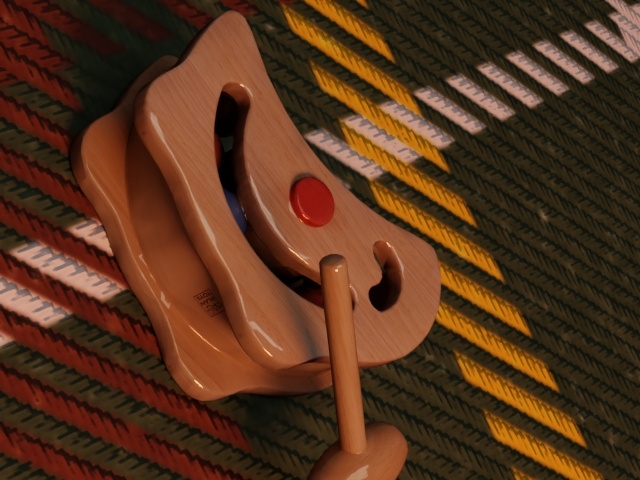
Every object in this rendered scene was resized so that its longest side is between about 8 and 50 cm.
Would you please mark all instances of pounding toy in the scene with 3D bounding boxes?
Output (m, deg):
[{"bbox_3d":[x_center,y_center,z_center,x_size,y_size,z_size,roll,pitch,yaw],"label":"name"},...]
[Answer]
[{"bbox_3d":[0.000,0.000,0.875,0.154,0.155,0.269,-25,89,-45],"label":"pounding toy"}]
